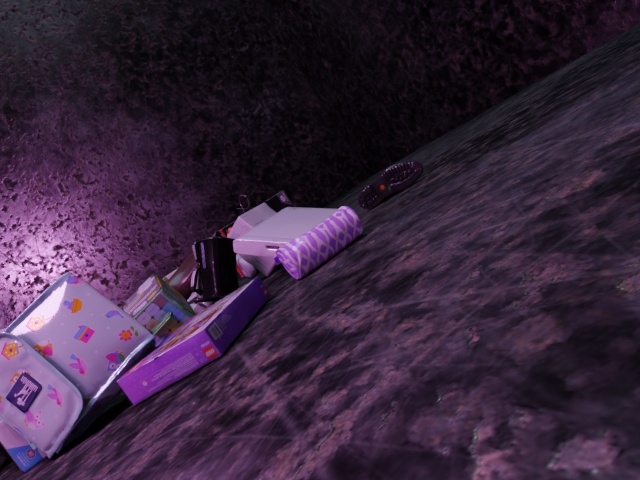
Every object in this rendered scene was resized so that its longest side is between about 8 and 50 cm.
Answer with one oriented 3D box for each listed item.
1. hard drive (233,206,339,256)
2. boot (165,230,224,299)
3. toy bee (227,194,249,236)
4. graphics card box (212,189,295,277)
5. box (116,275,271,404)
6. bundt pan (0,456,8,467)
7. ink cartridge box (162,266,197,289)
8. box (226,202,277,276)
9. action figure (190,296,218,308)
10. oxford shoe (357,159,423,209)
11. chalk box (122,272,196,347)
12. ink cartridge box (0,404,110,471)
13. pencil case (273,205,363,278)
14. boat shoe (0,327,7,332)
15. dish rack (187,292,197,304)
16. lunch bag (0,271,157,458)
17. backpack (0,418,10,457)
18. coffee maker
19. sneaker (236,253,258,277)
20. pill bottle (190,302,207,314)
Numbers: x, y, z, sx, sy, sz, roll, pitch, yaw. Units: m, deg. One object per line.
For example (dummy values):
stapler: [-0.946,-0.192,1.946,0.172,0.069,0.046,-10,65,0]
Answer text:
hard drive: [-0.066,-0.031,1.405,0.233,0.047,0.353,4,19,19]
boot: [-0.393,0.087,1.486,0.207,0.090,0.248,-47,16,23]
toy bee: [-0.250,-0.024,1.749,0.299,0.195,0.162,24,39,34]
graphics card box: [-0.259,-0.031,2.132,0.371,0.232,0.094,-35,5,-13]
box: [-0.227,0.181,0.934,0.201,0.057,0.293,-31,6,16]
bundt pan: [-0.858,0.534,1.095,0.331,0.124,0.331,-33,6,4]
ink cartridge box: [-0.595,0.229,1.995,0.255,0.188,0.097,-38,9,-32]
box: [-0.179,-0.007,1.560,0.119,0.181,0.182,-55,-6,28]
action figure: [-0.357,0.166,1.563,0.186,0.099,0.285,-27,25,2]
oxford shoe: [0.221,-0.183,1.493,0.227,0.082,0.096,-29,2,29]
chalk box: [-0.428,0.200,1.281,0.132,0.132,0.213,-47,28,-8]
ink cartridge box: [-0.524,0.345,0.942,0.180,0.104,0.060,-37,5,-41]
pencil case: [0.000,0.000,1.066,0.206,0.086,0.088,-34,39,-23]
boat shoe: [-0.730,0.261,1.210,0.302,0.109,0.094,-31,-21,-44]
dish rack: [-0.505,0.265,1.761,0.333,0.072,0.286,-37,7,-36]
lunch bag: [-0.475,0.229,0.893,0.262,0.223,0.160,-50,-5,-31]
backpack: [-0.617,0.358,1.016,0.115,0.152,0.181,26,89,46]
coffee maker: [-0.282,0.081,1.372,0.172,0.178,0.120,-7,-9,9]
sneaker: [-0.254,0.071,1.929,0.153,0.101,0.269,-34,11,-14]
pill bottle: [-0.380,0.224,1.405,0.120,0.067,0.067,-29,7,38]
